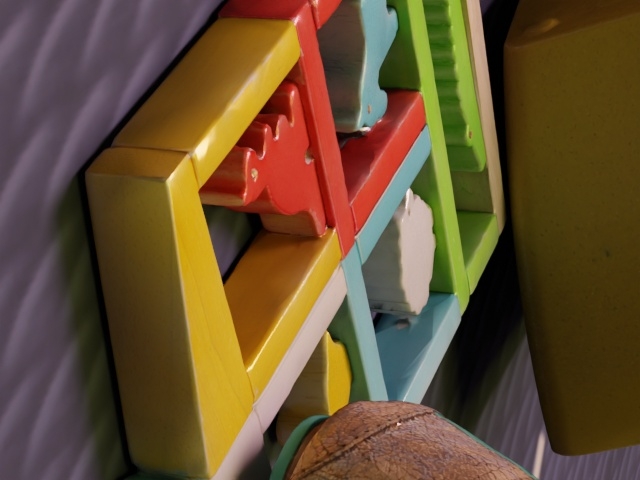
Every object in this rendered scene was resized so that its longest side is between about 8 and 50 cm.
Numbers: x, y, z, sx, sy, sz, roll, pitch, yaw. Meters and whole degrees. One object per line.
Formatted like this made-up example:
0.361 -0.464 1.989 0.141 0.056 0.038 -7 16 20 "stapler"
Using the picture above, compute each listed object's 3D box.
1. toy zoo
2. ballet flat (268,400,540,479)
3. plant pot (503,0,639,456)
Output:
0.000 0.000 0.591 0.293 0.030 0.192 -57 144 -47 "toy zoo"
-0.001 0.204 0.499 0.107 0.106 0.316 23 82 -60 "ballet flat"
0.190 -0.052 0.784 0.212 0.212 0.187 -65 137 -58 "plant pot"
